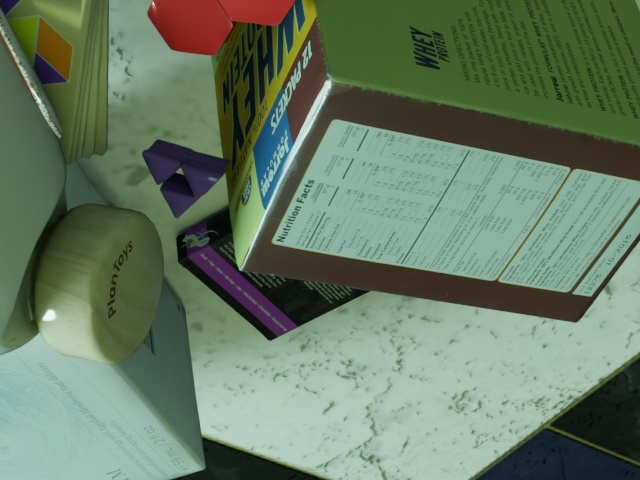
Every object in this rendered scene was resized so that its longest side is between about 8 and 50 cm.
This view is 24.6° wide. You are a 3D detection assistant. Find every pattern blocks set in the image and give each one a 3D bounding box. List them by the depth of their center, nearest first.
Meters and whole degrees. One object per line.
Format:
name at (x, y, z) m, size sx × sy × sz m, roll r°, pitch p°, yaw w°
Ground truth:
pattern blocks set at (-0.190, -0.117, 0.751) m, size 0.325 × 0.026 × 0.285 m, roll 26°, pitch 132°, yaw -2°

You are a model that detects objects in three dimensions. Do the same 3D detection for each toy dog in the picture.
toy dog at (-0.194, -0.047, 0.683) m, size 0.220 × 0.161 × 0.333 m, roll -11°, pitch 123°, yaw 28°

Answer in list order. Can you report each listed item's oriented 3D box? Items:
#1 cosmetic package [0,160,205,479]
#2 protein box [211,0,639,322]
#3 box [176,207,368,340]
cosmetic package at (-0.220, 0.079, 0.942) m, size 0.225 × 0.138 × 0.224 m, roll -17°, pitch 146°, yaw 9°
protein box at (0.060, -0.084, 0.793) m, size 0.201 × 0.200 × 0.136 m, roll 10°, pitch 134°, yaw -20°
box at (0.000, 0.000, 1.001) m, size 0.162 × 0.029 × 0.116 m, roll -26°, pitch 136°, yaw 19°
